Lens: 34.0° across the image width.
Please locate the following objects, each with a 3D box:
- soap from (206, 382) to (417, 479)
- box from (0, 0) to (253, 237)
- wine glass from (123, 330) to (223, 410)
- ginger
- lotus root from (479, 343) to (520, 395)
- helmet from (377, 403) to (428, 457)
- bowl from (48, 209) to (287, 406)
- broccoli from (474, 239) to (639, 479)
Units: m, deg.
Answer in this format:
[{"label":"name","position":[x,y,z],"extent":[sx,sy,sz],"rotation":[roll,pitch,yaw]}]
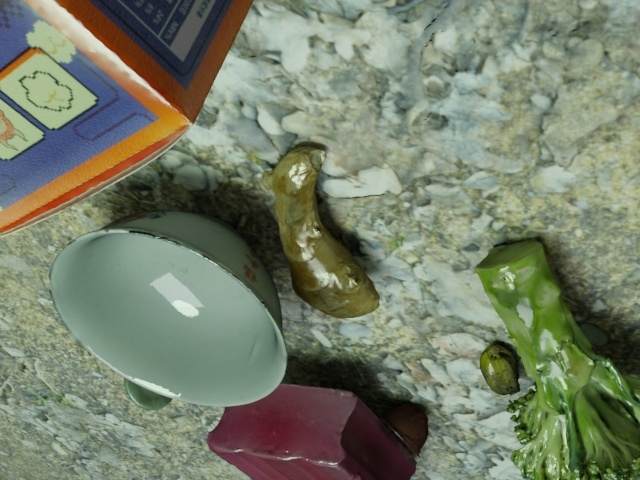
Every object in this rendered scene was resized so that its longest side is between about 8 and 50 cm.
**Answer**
[{"label":"soap","position":[-0.002,0.350,1.700],"extent":[0.233,0.128,0.359],"rotation":[3,154,24]},{"label":"box","position":[-0.225,-0.237,0.919],"extent":[0.318,0.349,0.257],"rotation":[-23,126,41]},{"label":"wine glass","position":[-0.133,0.202,1.715],"extent":[0.264,0.096,0.309],"rotation":[14,150,-34]},{"label":"ginger","position":[0.000,0.000,1.351],"extent":[0.131,0.086,0.294],"rotation":[24,146,34]},{"label":"lotus root","position":[0.258,0.189,1.493],"extent":[0.049,0.054,0.099],"rotation":[-12,133,27]},{"label":"helmet","position":[0.144,0.296,1.685],"extent":[0.089,0.057,0.111],"rotation":[38,171,39]},{"label":"bowl","position":[-0.181,0.064,1.436],"extent":[0.345,0.157,0.345],"rotation":[13,137,13]},{"label":"broccoli","position":[0.325,0.159,1.319],"extent":[0.252,0.221,0.361],"rotation":[31,152,45]}]
